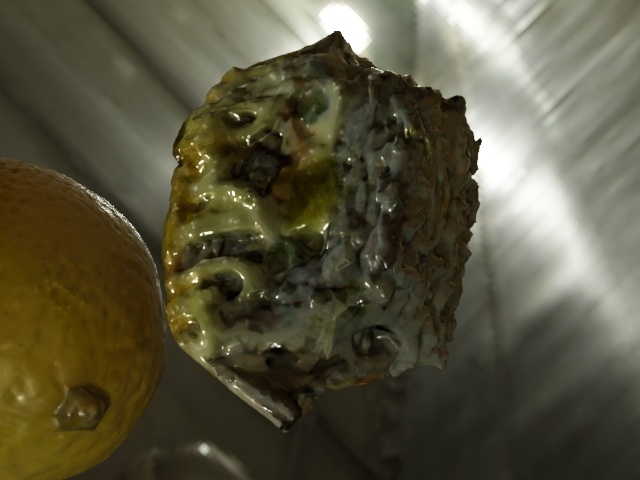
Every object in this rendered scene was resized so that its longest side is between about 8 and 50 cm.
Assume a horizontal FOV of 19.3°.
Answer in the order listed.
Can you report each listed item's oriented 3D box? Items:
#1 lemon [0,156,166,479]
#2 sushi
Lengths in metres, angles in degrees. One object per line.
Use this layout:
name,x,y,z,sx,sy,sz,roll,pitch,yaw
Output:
lemon,-0.245,0.063,1.469,0.267,0.267,0.267,-44,10,10
sushi,0.000,0.000,1.206,0.184,0.139,0.274,0,73,29
